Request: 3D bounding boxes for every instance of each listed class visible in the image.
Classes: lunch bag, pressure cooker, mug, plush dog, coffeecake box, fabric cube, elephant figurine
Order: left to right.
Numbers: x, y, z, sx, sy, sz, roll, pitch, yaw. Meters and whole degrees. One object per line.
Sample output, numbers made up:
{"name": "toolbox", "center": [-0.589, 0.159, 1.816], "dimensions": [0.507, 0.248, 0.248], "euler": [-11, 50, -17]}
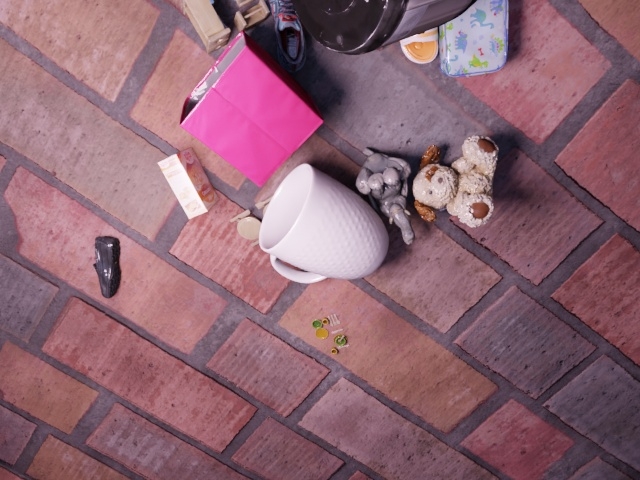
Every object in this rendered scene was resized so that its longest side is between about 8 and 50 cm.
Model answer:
{"name": "coffeecake box", "center": [-0.399, -0.179, 1.320], "dimensions": [0.068, 0.142, 0.185], "euler": [-22, 108, 10]}
{"name": "fabric cube", "center": [-0.186, -0.352, 1.150], "dimensions": [0.259, 0.254, 0.258], "euler": [-43, 122, 16]}
{"name": "mug", "center": [0.000, 0.000, 1.304], "dimensions": [0.328, 0.276, 0.374], "euler": [27, 127, -26]}
{"name": "elephant figurine", "center": [0.207, -0.134, 1.304], "dimensions": [0.169, 0.186, 0.239], "euler": [8, 145, 36]}
{"name": "pressure cooker", "center": [0.168, -0.621, 0.912], "dimensions": [0.420, 0.370, 0.375], "euler": [-31, 125, -26]}
{"name": "plush dog", "center": [0.388, -0.161, 1.272], "dimensions": [0.225, 0.210, 0.262], "euler": [6, 83, 16]}
{"name": "lunch bag", "center": [0.411, -0.556, 1.156], "dimensions": [0.176, 0.090, 0.219], "euler": [-7, 110, 7]}

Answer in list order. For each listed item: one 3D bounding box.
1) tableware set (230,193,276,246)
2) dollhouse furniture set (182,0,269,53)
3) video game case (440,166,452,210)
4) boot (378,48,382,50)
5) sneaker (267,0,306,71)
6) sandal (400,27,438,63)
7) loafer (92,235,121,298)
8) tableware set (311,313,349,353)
{"name": "tableware set", "center": [-0.185, -0.070, 1.406], "dimensions": [0.194, 0.039, 0.128], "euler": [-26, 119, 18]}
{"name": "dollhouse furniture set", "center": [-0.260, -0.622, 1.171], "dimensions": [0.184, 0.129, 0.129], "euler": [-33, 106, -11]}
{"name": "video game case", "center": [0.398, -0.163, 1.348], "dimensions": [0.087, 0.011, 0.122], "euler": [-21, 108, 11]}
{"name": "boot", "center": [0.101, -0.658, 1.157], "dimensions": [0.207, 0.090, 0.248], "euler": [8, 107, -15]}
{"name": "sneaker", "center": [-0.079, -0.592, 1.151], "dimensions": [0.104, 0.125, 0.262], "euler": [-12, 111, -3]}
{"name": "sandal", "center": [0.255, -0.612, 1.152], "dimensions": [0.102, 0.076, 0.265], "euler": [-13, 110, 8]}
{"name": "loafer", "center": [-0.739, 0.091, 1.483], "dimensions": [0.078, 0.076, 0.223], "euler": [9, 106, 5]}
{"name": "tableware set", "center": [0.034, 0.342, 1.555], "dimensions": [0.104, 0.024, 0.154], "euler": [-19, 109, 10]}
